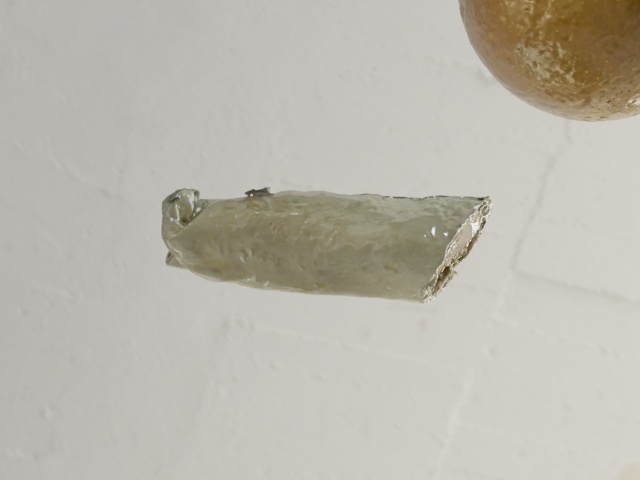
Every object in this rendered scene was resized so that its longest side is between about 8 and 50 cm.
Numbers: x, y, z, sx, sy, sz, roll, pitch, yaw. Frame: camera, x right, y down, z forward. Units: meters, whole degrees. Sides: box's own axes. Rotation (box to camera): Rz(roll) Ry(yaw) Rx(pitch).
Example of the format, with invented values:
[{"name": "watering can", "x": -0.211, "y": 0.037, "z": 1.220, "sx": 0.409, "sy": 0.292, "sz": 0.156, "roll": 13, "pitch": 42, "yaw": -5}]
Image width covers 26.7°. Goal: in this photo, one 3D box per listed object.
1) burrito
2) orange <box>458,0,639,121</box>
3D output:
[{"name": "burrito", "x": 0.000, "y": 0.000, "z": 0.913, "sx": 0.226, "sy": 0.087, "sz": 0.060, "roll": 4, "pitch": -45, "yaw": 8}, {"name": "orange", "x": 0.266, "y": -0.243, "z": 1.282, "sx": 0.274, "sy": 0.274, "sz": 0.274, "roll": -10, "pitch": -64, "yaw": -21}]
